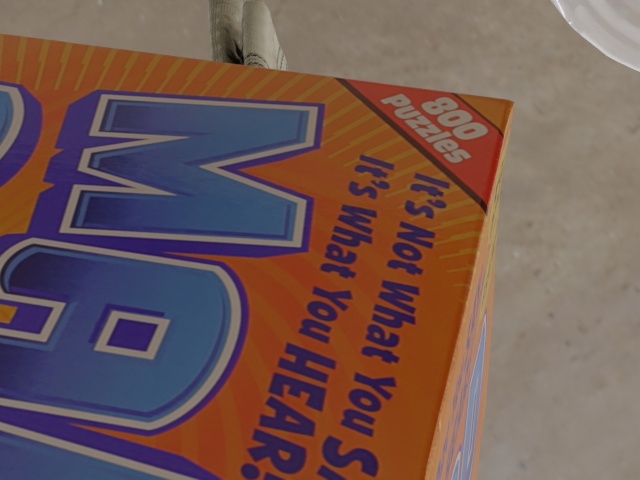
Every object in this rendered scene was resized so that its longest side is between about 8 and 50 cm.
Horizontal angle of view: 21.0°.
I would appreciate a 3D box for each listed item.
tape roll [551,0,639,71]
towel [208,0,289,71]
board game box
[{"bbox_3d":[0.245,-0.240,1.034,0.286,0.100,0.286,-6,122,-10],"label":"tape roll"},{"bbox_3d":[0.000,0.000,1.308,0.056,0.324,0.312,-21,131,10],"label":"towel"},{"bbox_3d":[-0.130,0.158,0.712,0.356,0.356,0.356,8,128,9],"label":"board game box"}]
